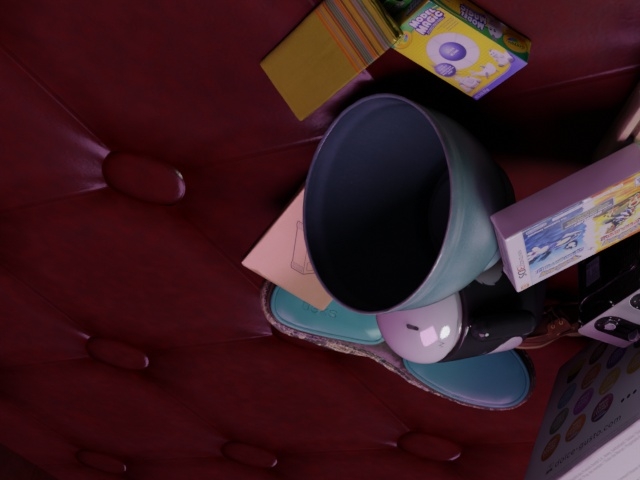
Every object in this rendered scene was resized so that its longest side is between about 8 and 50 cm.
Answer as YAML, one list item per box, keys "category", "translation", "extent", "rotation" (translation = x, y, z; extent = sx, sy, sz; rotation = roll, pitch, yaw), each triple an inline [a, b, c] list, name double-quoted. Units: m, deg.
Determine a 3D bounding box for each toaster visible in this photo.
- category: "toaster"
  translation: [0.453, 0.044, 1.692]
  extent: [0.110, 0.186, 0.168]
  rotation: [24, 139, -20]

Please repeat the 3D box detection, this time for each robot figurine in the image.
- category: "robot figurine"
  translation: [0.216, 0.092, 1.791]
  extent: [0.278, 0.174, 0.209]
  rotation: [-6, 161, -32]

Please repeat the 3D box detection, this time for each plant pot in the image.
- category: "plant pot"
  translation: [0.142, -0.041, 1.611]
  extent: [0.196, 0.293, 0.293]
  rotation: [5, 159, -39]

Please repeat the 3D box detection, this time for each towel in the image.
- category: "towel"
  translation: [0.010, -0.246, 1.517]
  extent: [0.102, 0.021, 0.237]
  rotation: [56, 142, 0]

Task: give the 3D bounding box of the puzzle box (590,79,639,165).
- category: "puzzle box"
  translation: [0.568, -0.097, 1.477]
  extent: [0.409, 0.052, 0.272]
  rotation: [13, 160, 2]

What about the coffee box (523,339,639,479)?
- category: "coffee box"
  translation: [0.558, 0.317, 1.799]
  extent: [0.338, 0.334, 0.337]
  rotation: [36, 135, -4]

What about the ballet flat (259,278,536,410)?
- category: "ballet flat"
  translation: [0.131, 0.145, 2.000]
  extent: [0.482, 0.164, 0.182]
  rotation: [19, -174, 0]

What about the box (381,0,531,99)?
- category: "box"
  translation: [0.160, -0.253, 1.459]
  extent: [0.179, 0.043, 0.105]
  rotation: [29, 145, -19]

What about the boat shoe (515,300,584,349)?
- category: "boat shoe"
  translation: [0.376, 0.129, 1.908]
  extent: [0.178, 0.064, 0.060]
  rotation: [-10, 144, -18]

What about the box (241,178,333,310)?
- category: "box"
  translation: [0.000, 0.000, 1.838]
  extent: [0.164, 0.021, 0.201]
  rotation: [32, 111, -23]

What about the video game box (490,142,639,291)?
- category: "video game box"
  translation: [0.328, -0.025, 1.529]
  extent: [0.205, 0.048, 0.187]
  rotation: [-27, 155, 3]
